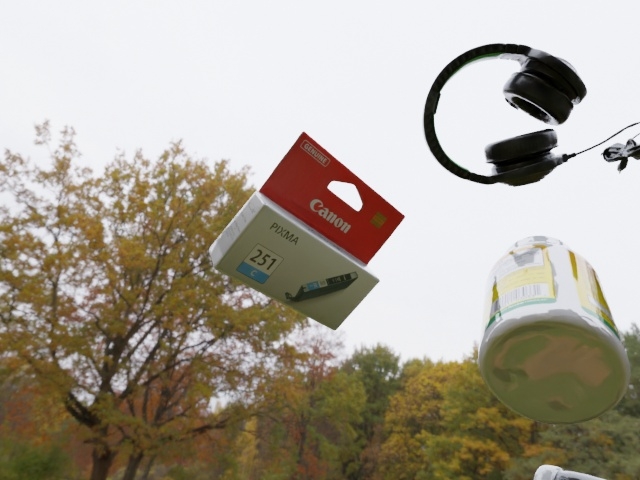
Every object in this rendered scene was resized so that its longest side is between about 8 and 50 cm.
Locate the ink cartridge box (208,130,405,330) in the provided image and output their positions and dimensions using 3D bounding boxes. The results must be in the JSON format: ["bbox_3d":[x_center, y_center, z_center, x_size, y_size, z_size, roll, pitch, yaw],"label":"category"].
[{"bbox_3d":[0.000,0.000,0.809,0.296,0.066,0.261,33,-79,-35],"label":"ink cartridge box"}]

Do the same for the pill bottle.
[{"bbox_3d":[0.229,0.072,0.466,0.118,0.208,0.117,9,-64,19],"label":"pill bottle"}]

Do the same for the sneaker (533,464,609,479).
[{"bbox_3d":[0.227,0.308,0.310,0.147,0.295,0.104,-21,-58,40],"label":"sneaker"}]

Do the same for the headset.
[{"bbox_3d":[0.386,-0.210,0.837,0.394,0.243,0.185,15,11,9],"label":"headset"}]
